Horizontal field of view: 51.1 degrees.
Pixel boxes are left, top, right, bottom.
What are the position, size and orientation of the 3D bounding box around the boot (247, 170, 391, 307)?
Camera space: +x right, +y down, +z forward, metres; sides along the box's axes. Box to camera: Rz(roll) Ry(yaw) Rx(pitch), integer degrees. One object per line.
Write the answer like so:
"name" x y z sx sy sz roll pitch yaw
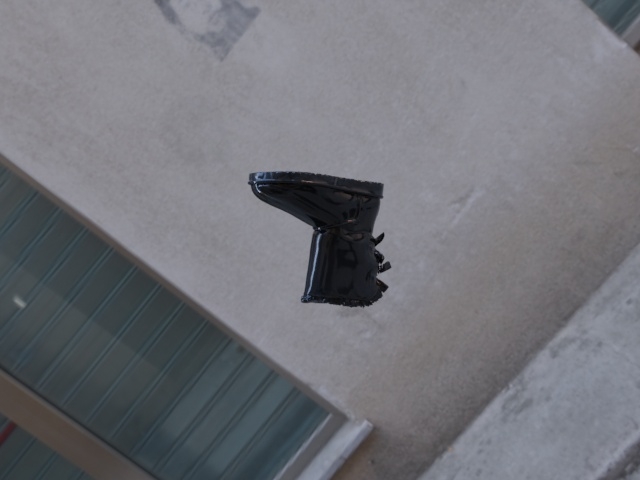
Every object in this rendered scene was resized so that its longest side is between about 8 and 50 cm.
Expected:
"boot" -0.001 0.000 0.512 0.045 0.121 0.099 5 90 60
